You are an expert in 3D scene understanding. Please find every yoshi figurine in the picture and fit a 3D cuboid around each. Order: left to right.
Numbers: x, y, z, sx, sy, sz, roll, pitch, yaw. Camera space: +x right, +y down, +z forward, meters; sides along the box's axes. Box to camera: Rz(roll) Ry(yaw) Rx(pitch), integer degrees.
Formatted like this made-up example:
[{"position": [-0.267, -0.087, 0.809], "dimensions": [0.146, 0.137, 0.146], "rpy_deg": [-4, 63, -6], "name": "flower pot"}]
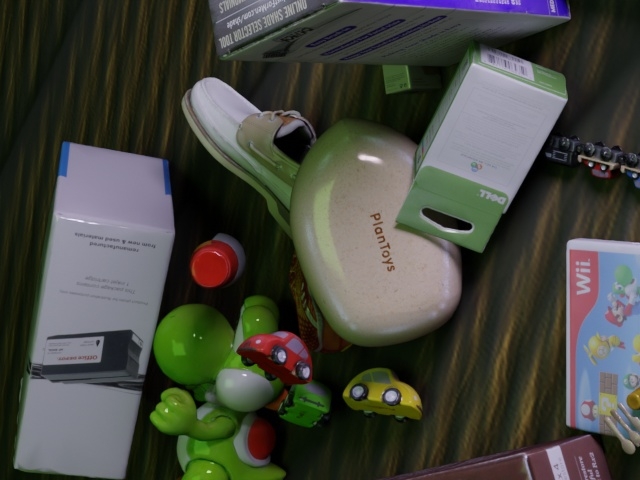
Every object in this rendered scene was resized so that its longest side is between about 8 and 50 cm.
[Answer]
[{"position": [-0.165, 0.229, 1.690], "dimensions": [0.203, 0.203, 0.362], "rpy_deg": [37, 118, 45], "name": "yoshi figurine"}]

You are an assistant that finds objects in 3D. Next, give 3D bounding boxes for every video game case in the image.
[{"position": [0.365, 0.108, 1.224], "dimensions": [0.285, 0.025, 0.204], "rpy_deg": [5, 99, 47], "name": "video game case"}]

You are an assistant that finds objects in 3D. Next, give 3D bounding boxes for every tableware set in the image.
[{"position": [0.355, 0.198, 1.214], "dimensions": [0.154, 0.024, 0.104], "rpy_deg": [52, 129, 27], "name": "tableware set"}]

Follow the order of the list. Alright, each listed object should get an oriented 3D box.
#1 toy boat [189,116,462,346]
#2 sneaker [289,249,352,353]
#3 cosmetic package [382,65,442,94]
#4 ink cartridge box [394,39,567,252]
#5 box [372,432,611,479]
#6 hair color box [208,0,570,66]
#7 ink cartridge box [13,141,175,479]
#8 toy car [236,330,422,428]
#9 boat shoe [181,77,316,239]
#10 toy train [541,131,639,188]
[{"position": [0.000, 0.000, 1.448], "dimensions": [0.148, 0.318, 0.268], "rpy_deg": [-80, -21, -87], "name": "toy boat"}, {"position": [0.002, 0.065, 1.587], "dimensions": [0.064, 0.067, 0.175], "rpy_deg": [-40, 50, 50], "name": "sneaker"}, {"position": [0.101, -0.228, 1.438], "dimensions": [0.041, 0.060, 0.115], "rpy_deg": [-8, 91, 46], "name": "cosmetic package"}, {"position": [0.169, -0.098, 1.336], "dimensions": [0.062, 0.108, 0.209], "rpy_deg": [-82, 14, -56], "name": "ink cartridge box"}, {"position": [0.154, 0.347, 1.401], "dimensions": [0.381, 0.143, 0.191], "rpy_deg": [-24, 78, 48], "name": "box"}, {"position": [0.073, -0.251, 1.258], "dimensions": [0.185, 0.338, 0.110], "rpy_deg": [-15, 85, 47], "name": "hair color box"}, {"position": [-0.325, 0.098, 1.777], "dimensions": [0.285, 0.166, 0.395], "rpy_deg": [-109, 31, -64], "name": "ink cartridge box"}, {"position": [-0.003, 0.183, 1.563], "dimensions": [0.225, 0.239, 0.053], "rpy_deg": [125, 164, -64], "name": "toy car"}, {"position": [-0.053, -0.117, 1.588], "dimensions": [0.302, 0.113, 0.103], "rpy_deg": [46, 123, 18], "name": "boat shoe"}, {"position": [0.291, -0.081, 1.277], "dimensions": [0.158, 0.027, 0.036], "rpy_deg": [20, 113, 44], "name": "toy train"}]
